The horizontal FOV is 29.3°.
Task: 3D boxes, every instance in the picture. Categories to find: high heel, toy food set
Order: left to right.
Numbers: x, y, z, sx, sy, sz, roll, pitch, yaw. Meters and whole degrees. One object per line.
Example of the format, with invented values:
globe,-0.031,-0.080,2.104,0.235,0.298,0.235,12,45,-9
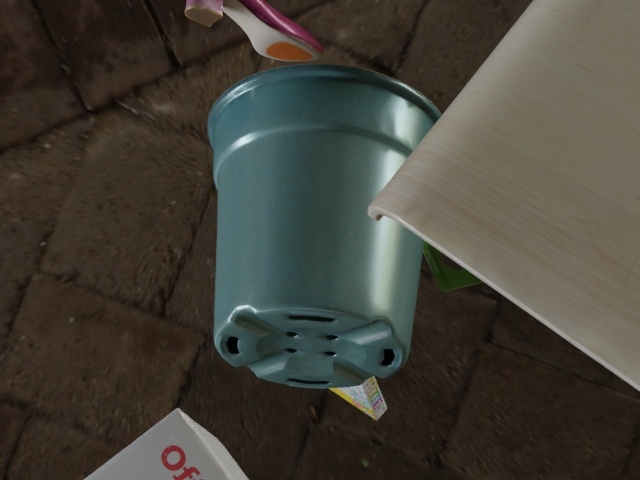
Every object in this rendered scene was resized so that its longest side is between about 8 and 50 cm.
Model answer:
high heel,-0.092,-0.342,1.776,0.244,0.082,0.117,16,67,-31
toy food set,0.206,-0.021,0.720,0.306,0.092,0.220,36,83,23

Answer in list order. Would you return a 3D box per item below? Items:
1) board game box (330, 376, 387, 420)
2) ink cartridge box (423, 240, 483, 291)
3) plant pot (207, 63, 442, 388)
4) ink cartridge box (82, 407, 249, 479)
board game box,0.025,0.197,1.830,0.154,0.103,0.026,30,67,34
ink cartridge box,0.270,-0.035,1.752,0.255,0.189,0.097,-15,117,-1
plant pot,0.000,0.000,1.643,0.341,0.341,0.334,7,62,-5
ink cartridge box,-0.195,0.393,1.195,0.385,0.160,0.279,-37,69,-8
